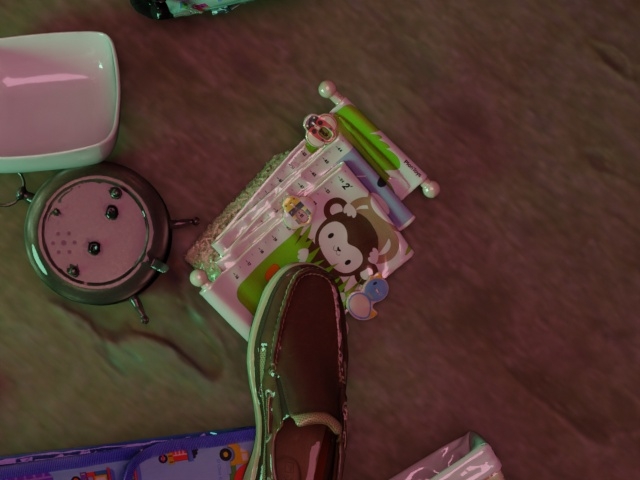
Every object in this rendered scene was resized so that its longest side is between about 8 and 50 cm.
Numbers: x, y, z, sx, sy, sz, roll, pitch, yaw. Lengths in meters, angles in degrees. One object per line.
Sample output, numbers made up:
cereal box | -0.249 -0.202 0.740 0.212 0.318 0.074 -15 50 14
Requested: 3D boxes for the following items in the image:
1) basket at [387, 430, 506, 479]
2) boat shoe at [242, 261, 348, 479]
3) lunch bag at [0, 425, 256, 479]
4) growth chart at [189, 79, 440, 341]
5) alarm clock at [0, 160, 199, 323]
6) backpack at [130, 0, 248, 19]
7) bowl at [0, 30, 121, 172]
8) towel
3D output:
basket | 0.097 0.257 1.344 0.167 0.113 0.103 -32 91 -3
boat shoe | -0.009 0.147 1.308 0.095 0.095 0.257 5 87 -25
lunch bag | -0.158 0.287 1.343 0.293 0.138 0.221 -7 88 -15
growth chart | 0.000 0.000 1.369 0.172 0.021 0.237 37 87 -15
alarm clock | -0.217 -0.015 1.373 0.192 0.064 0.129 26 87 3
backpack | -0.078 -0.274 1.353 0.182 0.115 0.152 -6 89 15
bowl | -0.245 -0.116 1.358 0.142 0.053 0.142 -6 54 -1
towel | -0.042 -0.003 1.393 0.148 0.027 0.110 -45 89 -3
